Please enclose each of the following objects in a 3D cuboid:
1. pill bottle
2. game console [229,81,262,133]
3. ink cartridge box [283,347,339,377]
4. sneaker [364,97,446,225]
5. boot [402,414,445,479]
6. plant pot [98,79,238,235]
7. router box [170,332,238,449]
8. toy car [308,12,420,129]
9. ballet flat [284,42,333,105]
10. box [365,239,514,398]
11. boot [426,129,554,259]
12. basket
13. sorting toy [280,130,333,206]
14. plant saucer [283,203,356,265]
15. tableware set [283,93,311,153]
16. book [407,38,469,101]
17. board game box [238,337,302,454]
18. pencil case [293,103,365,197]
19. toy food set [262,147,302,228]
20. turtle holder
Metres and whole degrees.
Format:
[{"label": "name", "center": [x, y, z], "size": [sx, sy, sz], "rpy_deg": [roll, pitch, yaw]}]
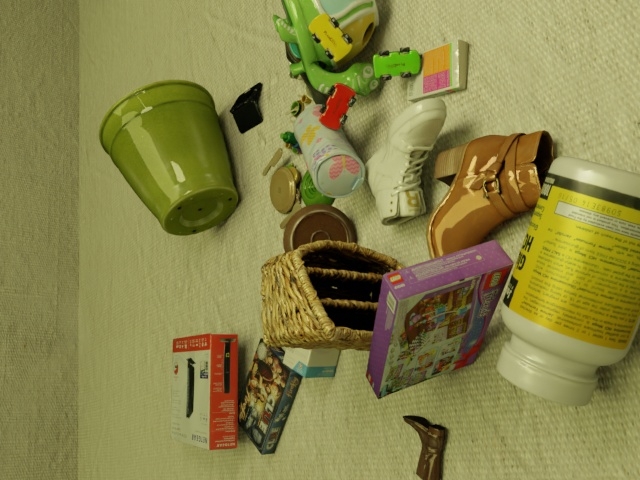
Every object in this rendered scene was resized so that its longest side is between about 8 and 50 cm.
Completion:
[{"label": "pill bottle", "center": [0.379, 0.059, 0.943], "size": [0.188, 0.188, 0.334], "rpy_deg": [29, 106, 50]}, {"label": "game console", "center": [-0.207, -0.392, 1.910], "size": [0.122, 0.071, 0.107], "rpy_deg": [-17, 41, 49]}, {"label": "ink cartridge box", "center": [-0.012, 0.232, 1.487], "size": [0.092, 0.090, 0.143], "rpy_deg": [23, 101, 51]}, {"label": "sneaker", "center": [0.184, -0.136, 1.272], "size": [0.292, 0.108, 0.169], "rpy_deg": [123, 138, -60]}, {"label": "boot", "center": [0.193, 0.404, 1.245], "size": [0.106, 0.037, 0.114], "rpy_deg": [11, 97, 54]}, {"label": "plant pot", "center": [-0.417, -0.219, 1.912], "size": [0.366, 0.366, 0.353], "rpy_deg": [-47, 61, 36]}, {"label": "router box", "center": [-0.334, 0.421, 1.831], "size": [0.335, 0.082, 0.301], "rpy_deg": [-20, 68, 58]}, {"label": "toy car", "center": [0.097, -0.364, 1.364], "size": [0.053, 0.225, 0.239], "rpy_deg": [-74, -22, -69]}, {"label": "ballet flat", "center": [-0.034, -0.431, 1.637], "size": [0.280, 0.095, 0.096], "rpy_deg": [64, 143, 35]}, {"label": "box", "center": [0.187, 0.138, 1.069], "size": [0.293, 0.201, 0.057], "rpy_deg": [94, 154, -48]}, {"label": "boot", "center": [0.308, -0.051, 1.140], "size": [0.220, 0.109, 0.283], "rpy_deg": [-7, 71, 47]}, {"label": "basket", "center": [0.062, 0.100, 1.251], "size": [0.223, 0.299, 0.213], "rpy_deg": [-19, 67, 51]}, {"label": "sorting toy", "center": [-0.039, -0.116, 1.557], "size": [0.127, 0.126, 0.365], "rpy_deg": [-33, 60, 44]}, {"label": "plant saucer", "center": [0.000, 0.000, 1.459], "size": [0.029, 0.168, 0.168], "rpy_deg": [172, 105, -83]}, {"label": "tableware set", "center": [-0.061, -0.309, 1.701], "size": [0.104, 0.024, 0.154], "rpy_deg": [32, 108, 49]}, {"label": "book", "center": [0.236, -0.345, 1.323], "size": [0.144, 0.035, 0.096], "rpy_deg": [0, 86, 53]}, {"label": "board game box", "center": [-0.137, 0.397, 1.655], "size": [0.165, 0.042, 0.243], "rpy_deg": [36, 112, 49]}, {"label": "pencil case", "center": [0.016, -0.203, 1.451], "size": [0.113, 0.124, 0.273], "rpy_deg": [-45, 31, 17]}, {"label": "toy food set", "center": [-0.090, -0.134, 1.703], "size": [0.132, 0.038, 0.192], "rpy_deg": [-45, 56, 47]}, {"label": "turtle holder", "center": [0.015, -0.495, 1.457], "size": [0.227, 0.243, 0.320], "rpy_deg": [-19, 52, 1]}]
